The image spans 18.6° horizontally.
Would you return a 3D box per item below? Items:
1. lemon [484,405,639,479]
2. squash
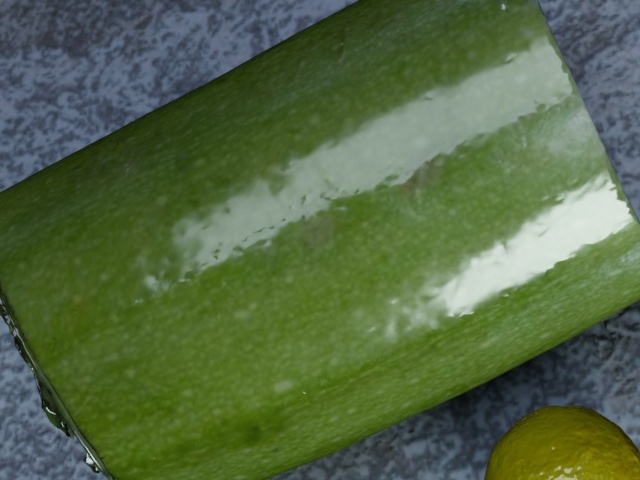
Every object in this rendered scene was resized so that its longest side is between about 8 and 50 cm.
[{"bbox_3d":[0.159,0.166,1.235,0.109,0.109,0.133,-23,56,8],"label":"lemon"},{"bbox_3d":[0.000,0.000,1.264,0.384,0.263,0.263,-26,65,7],"label":"squash"}]
